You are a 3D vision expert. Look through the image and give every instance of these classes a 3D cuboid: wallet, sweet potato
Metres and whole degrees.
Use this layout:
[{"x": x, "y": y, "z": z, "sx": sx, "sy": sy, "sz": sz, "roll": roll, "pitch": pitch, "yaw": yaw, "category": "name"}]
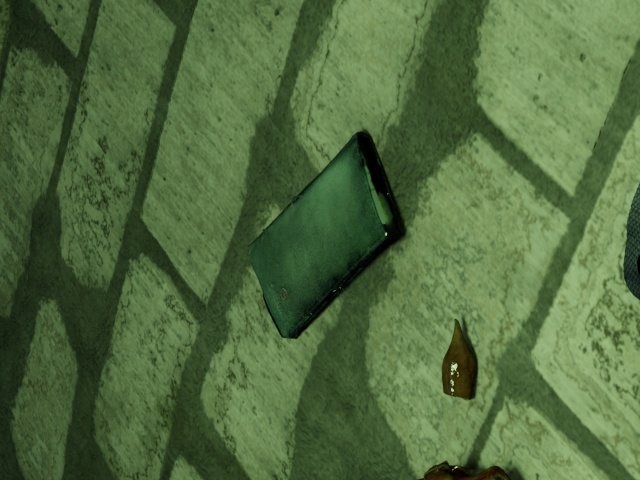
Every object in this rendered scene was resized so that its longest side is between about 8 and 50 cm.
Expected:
[{"x": 0.000, "y": 0.000, "z": 2.443, "sx": 0.379, "sy": 0.046, "sz": 0.190, "roll": -46, "pitch": 56, "yaw": 48, "category": "wallet"}, {"x": 0.192, "y": 0.168, "z": 2.190, "sx": 0.049, "sy": 0.049, "sz": 0.117, "roll": -2, "pitch": 89, "yaw": 55, "category": "sweet potato"}]

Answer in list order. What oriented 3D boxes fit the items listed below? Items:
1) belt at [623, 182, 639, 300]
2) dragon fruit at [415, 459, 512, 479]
[{"x": 0.422, "y": -0.018, "z": 1.764, "sx": 0.126, "sy": 0.140, "sz": 0.230, "roll": 43, "pitch": 130, "yaw": 51, "category": "belt"}, {"x": 0.155, "y": 0.445, "z": 2.134, "sx": 0.315, "sy": 0.250, "sz": 0.250, "roll": -27, "pitch": 72, "yaw": 36, "category": "dragon fruit"}]
